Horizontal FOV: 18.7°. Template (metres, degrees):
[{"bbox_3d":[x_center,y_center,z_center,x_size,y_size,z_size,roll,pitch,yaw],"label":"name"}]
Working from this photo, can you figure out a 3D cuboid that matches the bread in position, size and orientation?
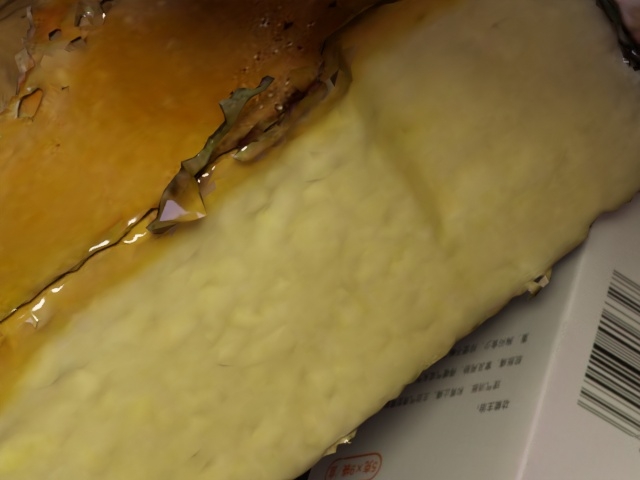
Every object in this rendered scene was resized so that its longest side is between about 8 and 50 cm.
[{"bbox_3d":[0.000,0.000,0.902,0.279,0.315,0.248,-5,147,27],"label":"bread"}]

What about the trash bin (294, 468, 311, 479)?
[{"bbox_3d":[0.101,0.255,1.359,0.280,0.280,0.432,-4,148,42],"label":"trash bin"}]

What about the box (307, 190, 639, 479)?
[{"bbox_3d":[0.091,0.126,1.066,0.106,0.299,0.200,33,153,-25],"label":"box"}]

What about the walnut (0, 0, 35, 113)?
[{"bbox_3d":[-0.138,-0.063,1.066,0.167,0.149,0.166,-6,136,-6],"label":"walnut"}]
